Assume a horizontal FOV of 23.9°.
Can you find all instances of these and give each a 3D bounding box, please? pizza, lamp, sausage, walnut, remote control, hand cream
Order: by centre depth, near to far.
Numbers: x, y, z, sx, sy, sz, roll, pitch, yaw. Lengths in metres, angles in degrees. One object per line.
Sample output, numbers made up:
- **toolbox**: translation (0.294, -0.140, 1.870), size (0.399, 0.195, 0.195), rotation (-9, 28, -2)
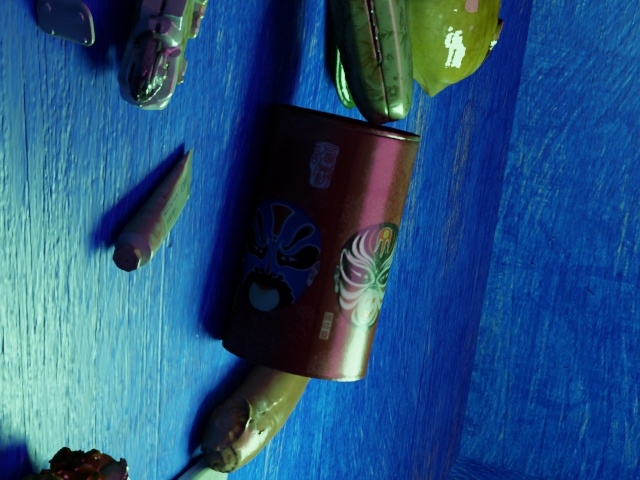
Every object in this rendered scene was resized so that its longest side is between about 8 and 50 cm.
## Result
- **lamp**: translation (-0.195, -0.242, 1.392), size (0.198, 0.056, 0.050), rotation (-62, 158, -50)
- **pizza**: translation (-0.278, 0.275, 1.504), size (0.161, 0.085, 0.305), rotation (-56, 166, 12)
- **hand cream**: translation (-0.177, -0.029, 1.673), size (0.209, 0.043, 0.067), rotation (-62, 160, -56)
- **remote control**: translation (-0.171, 0.345, 2.050), size (0.190, 0.029, 0.087), rotation (-33, 136, -68)
- **sausage**: translation (-0.061, 0.197, 2.188), size (0.094, 0.094, 0.419), rotation (-46, -177, 34)
- **walnut**: translation (0.180, -0.366, 2.355), size (0.203, 0.203, 0.298), rotation (-48, 151, -59)

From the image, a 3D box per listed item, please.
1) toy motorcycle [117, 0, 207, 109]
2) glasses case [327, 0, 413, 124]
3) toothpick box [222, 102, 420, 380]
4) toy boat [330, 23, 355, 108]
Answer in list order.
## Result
- **toy motorcycle**: translation (-0.156, -0.208, 1.502), size (0.151, 0.074, 0.228), rotation (106, -4, -55)
- **glasses case**: translation (0.049, -0.346, 1.896), size (0.156, 0.098, 0.425), rotation (-97, 176, -60)
- **toothpick box**: translation (0.000, 0.000, 2.015), size (0.204, 0.204, 0.333), rotation (-8, 111, -74)
- **toy boat**: translation (0.043, -0.284, 2.186), size (0.104, 0.052, 0.210), rotation (-62, 159, -48)
